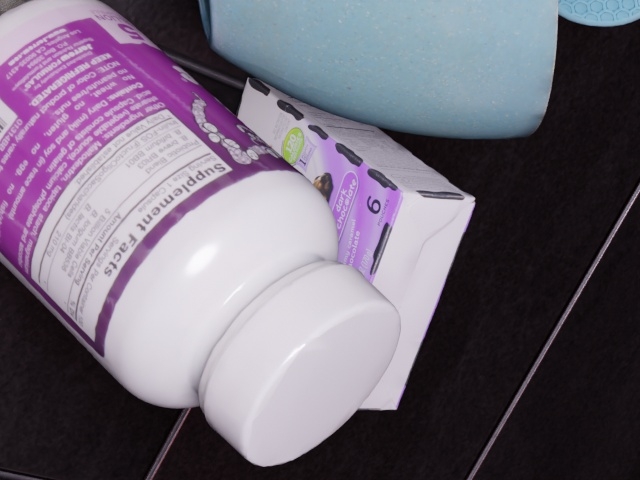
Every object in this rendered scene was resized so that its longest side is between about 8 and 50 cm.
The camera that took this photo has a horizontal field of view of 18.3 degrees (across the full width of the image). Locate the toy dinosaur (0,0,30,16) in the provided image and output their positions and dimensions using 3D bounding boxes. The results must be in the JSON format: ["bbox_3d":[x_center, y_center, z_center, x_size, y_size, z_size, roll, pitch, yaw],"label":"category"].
[{"bbox_3d":[-0.274,-0.118,1.204,0.268,0.064,0.118,-1,111,-40],"label":"toy dinosaur"}]

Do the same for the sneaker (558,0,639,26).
[{"bbox_3d":[0.190,-0.328,1.354,0.208,0.127,0.319,-63,152,-55],"label":"sneaker"}]

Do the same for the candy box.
[{"bbox_3d":[0.000,0.000,1.382,0.070,0.196,0.164,3,114,-39],"label":"candy box"}]

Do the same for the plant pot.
[{"bbox_3d":[0.019,-0.197,1.247,0.195,0.290,0.290,-8,124,-6],"label":"plant pot"}]

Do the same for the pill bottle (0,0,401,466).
[{"bbox_3d":[-0.096,-0.005,1.213,0.169,0.301,0.169,-36,152,-23],"label":"pill bottle"}]
